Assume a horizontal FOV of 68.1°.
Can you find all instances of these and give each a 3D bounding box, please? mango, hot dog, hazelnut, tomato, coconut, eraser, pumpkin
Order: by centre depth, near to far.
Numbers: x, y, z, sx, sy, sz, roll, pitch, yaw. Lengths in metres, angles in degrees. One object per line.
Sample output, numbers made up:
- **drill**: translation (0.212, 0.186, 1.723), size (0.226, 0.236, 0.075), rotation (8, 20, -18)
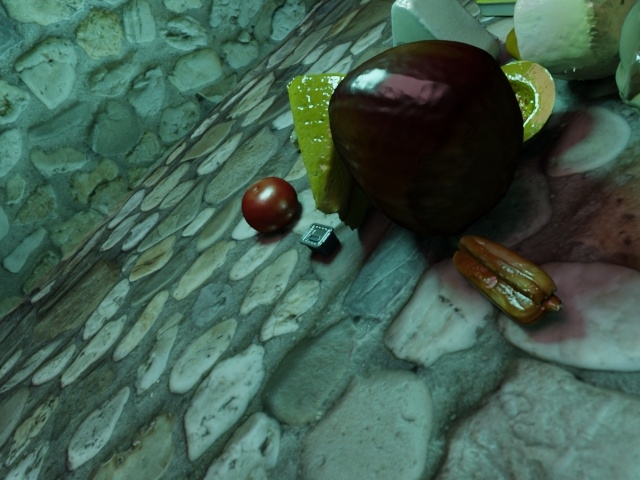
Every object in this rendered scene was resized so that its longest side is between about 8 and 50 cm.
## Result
- **hot dog**: translation (0.335, 0.068, 0.854), size (0.249, 0.076, 0.102), rotation (49, 127, 58)
- **hazelnut**: translation (0.210, -0.211, 0.982), size (0.352, 0.421, 0.421), rotation (-59, 35, 2)
- **coconut**: translation (0.594, -0.497, 1.052), size (0.297, 0.297, 0.309), rotation (-44, 19, -4)
- **pumpkin**: translation (0.450, -0.293, 1.114), size (0.218, 0.110, 0.217), rotation (-18, 61, 34)
- **mango**: translation (0.570, -0.532, 1.298), size (0.102, 0.085, 0.183), rotation (-25, 43, 24)
- **eraser**: translation (0.350, -0.599, 1.481), size (0.150, 0.331, 0.331), rotation (-49, 34, -8)
- **tomato**: translation (-0.162, -0.116, 1.494), size (0.195, 0.136, 0.195), rotation (-25, 37, 21)
- **eraser**: translation (0.645, -0.808, 1.550), size (0.158, 0.069, 0.226), rotation (-41, 34, -3)

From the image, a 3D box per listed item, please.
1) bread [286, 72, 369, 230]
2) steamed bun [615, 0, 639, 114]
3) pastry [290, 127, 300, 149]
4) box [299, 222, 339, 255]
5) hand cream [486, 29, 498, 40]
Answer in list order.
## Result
- **bread**: translation (0.023, -0.224, 1.253), size (0.245, 0.233, 0.361), rotation (11, 86, 42)
- **steamed bun**: translation (0.689, -0.304, 0.815), size (0.325, 0.219, 0.309), rotation (12, 72, 22)
- **pastry**: translation (-0.001, -0.399, 1.711), size (0.259, 0.089, 0.121), rotation (-5, 60, 46)
- **box**: translation (0.000, 0.000, 1.276), size (0.074, 0.054, 0.099), rotation (-51, 35, -17)
- **hand cream**: translation (0.508, -0.683, 1.567), size (0.079, 0.048, 0.255), rotation (-34, 36, 20)
